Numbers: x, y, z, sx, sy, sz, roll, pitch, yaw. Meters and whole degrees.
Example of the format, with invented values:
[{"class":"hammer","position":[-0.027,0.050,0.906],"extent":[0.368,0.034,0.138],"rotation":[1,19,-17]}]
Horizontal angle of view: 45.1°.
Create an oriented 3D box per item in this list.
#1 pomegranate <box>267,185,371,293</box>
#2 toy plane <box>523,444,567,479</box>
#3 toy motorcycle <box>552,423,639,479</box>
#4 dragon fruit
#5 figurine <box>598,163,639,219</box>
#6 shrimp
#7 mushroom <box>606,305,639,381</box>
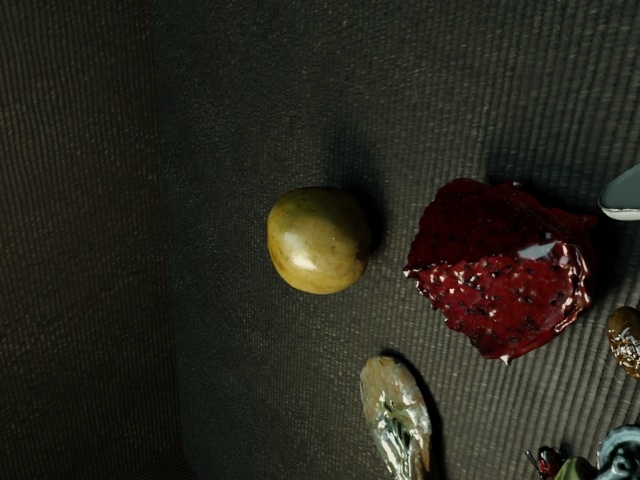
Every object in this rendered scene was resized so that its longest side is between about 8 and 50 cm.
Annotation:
[{"class":"pomegranate","position":[0.000,0.000,1.791],"extent":[0.260,0.260,0.261],"rotation":[37,135,48]},{"class":"toy plane","position":[0.432,0.434,1.432],"extent":[0.037,0.060,0.145],"rotation":[-5,115,61]},{"class":"toy motorcycle","position":[0.484,0.507,1.221],"extent":[0.237,0.168,0.410],"rotation":[-28,61,48]},{"class":"dragon fruit","position":[0.360,0.034,1.323],"extent":[0.329,0.228,0.286],"rotation":[-19,121,43]},{"class":"figurine","position":[0.506,-0.038,0.990],"extent":[0.250,0.166,0.141],"rotation":[-14,116,49]},{"class":"shrimp","position":[0.213,0.475,1.818],"extent":[0.221,0.109,0.446],"rotation":[-46,60,49]},{"class":"mushroom","position":[0.482,0.159,1.164],"extent":[0.109,0.084,0.126],"rotation":[107,145,-47]}]
